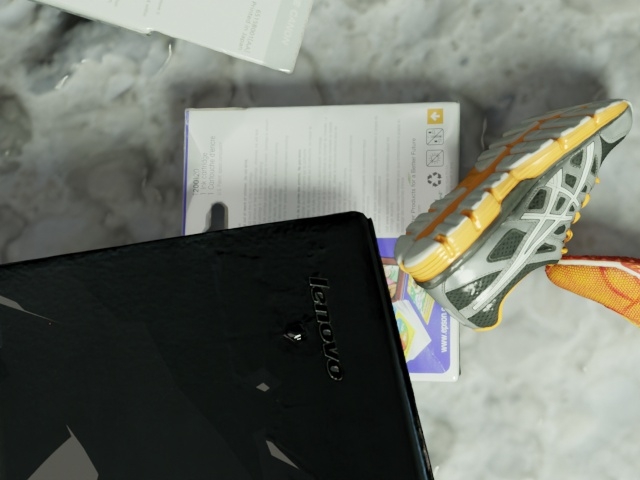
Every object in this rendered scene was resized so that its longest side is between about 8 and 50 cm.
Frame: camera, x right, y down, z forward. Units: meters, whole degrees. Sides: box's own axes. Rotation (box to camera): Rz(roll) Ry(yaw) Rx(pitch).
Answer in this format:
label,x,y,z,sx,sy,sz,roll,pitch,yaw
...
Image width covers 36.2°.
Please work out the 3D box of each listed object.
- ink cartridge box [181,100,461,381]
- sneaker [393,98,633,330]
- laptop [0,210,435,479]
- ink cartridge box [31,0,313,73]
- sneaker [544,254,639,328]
label,x,y,z,sx,sy,sz,roll,pitch,yaw
ink cartridge box,0.000,0.000,0.731,0.208,0.045,0.206,0,82,9
sneaker,0.145,-0.024,0.683,0.215,0.084,0.083,-40,105,-18
laptop,-0.144,0.220,0.680,0.408,0.236,0.381,-30,64,42
ink cartridge box,-0.102,-0.293,0.765,0.239,0.060,0.275,16,95,-13
sneaker,0.238,0.050,0.674,0.175,0.064,0.067,18,95,15
